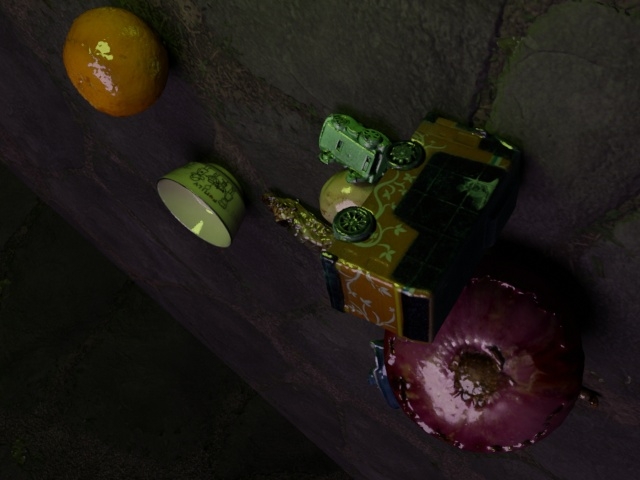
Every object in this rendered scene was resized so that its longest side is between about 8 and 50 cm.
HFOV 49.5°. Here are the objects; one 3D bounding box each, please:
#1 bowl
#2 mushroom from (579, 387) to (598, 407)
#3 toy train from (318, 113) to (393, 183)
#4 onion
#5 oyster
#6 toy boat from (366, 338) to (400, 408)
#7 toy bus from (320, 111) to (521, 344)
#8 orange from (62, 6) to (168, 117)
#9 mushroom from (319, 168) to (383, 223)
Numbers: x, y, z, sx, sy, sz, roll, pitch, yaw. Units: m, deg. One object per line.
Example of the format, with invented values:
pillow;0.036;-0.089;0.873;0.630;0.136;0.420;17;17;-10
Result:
bowl;-0.278;-0.105;1.720;0.238;0.126;0.237;30;153;17
mushroom;0.512;0.319;1.447;0.130;0.073;0.088;19;115;29
toy train;0.069;-0.162;1.223;0.149;0.081;0.099;37;130;26
onion;0.288;0.191;1.278;0.358;0.358;0.345;48;-165;-20
oyster;0.001;-0.001;1.602;0.345;0.078;0.128;34;163;3
toy boat;0.187;0.364;1.877;0.143;0.129;0.309;5;140;28
toy bus;0.159;-0.024;1.047;0.194;0.323;0.161;24;151;25
orange;-0.409;-0.359;1.398;0.219;0.193;0.219;29;133;36
mushroom;0.067;-0.083;1.297;0.112;0.148;0.148;60;152;-6
